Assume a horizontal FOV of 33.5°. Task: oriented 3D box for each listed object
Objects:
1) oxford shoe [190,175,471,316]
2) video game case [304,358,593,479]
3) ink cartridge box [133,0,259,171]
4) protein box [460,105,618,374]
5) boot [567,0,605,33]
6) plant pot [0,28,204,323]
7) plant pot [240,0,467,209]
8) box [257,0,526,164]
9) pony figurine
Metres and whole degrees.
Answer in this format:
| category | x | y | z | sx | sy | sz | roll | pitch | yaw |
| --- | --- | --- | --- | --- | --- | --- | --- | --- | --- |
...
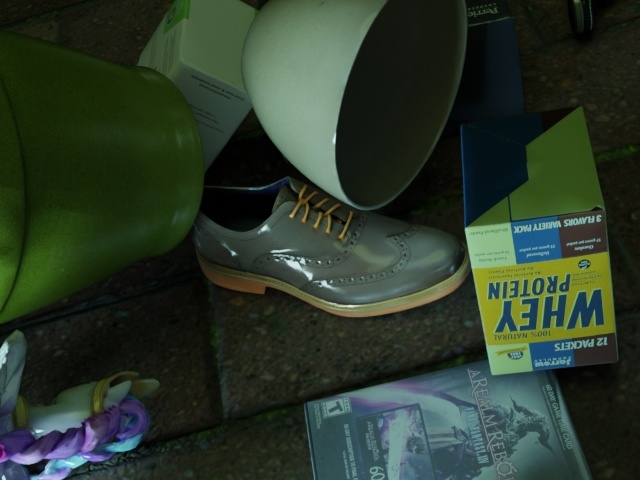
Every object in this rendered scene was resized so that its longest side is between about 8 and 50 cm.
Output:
| category | x | y | z | sx | sy | sz | roll | pitch | yaw |
| --- | --- | --- | --- | --- | --- | --- | --- | --- | --- |
| oxford shoe | 0.000 | 0.000 | 1.281 | 0.364 | 0.133 | 0.130 | 3 | 48 | 20 |
| video game case | 0.127 | 0.221 | 1.107 | 0.274 | 0.026 | 0.196 | -15 | 45 | 5 |
| ink cartridge box | -0.195 | -0.180 | 1.425 | 0.115 | 0.273 | 0.198 | 23 | 40 | -24 |
| protein box | 0.233 | -0.001 | 1.141 | 0.136 | 0.201 | 0.200 | -8 | 36 | 12 |
| boot | 0.452 | -0.394 | 1.552 | 0.178 | 0.085 | 0.236 | 1 | 47 | 16 |
| plant pot | -0.332 | -0.078 | 1.193 | 0.366 | 0.366 | 0.353 | 30 | 26 | 37 |
| plant pot | 0.020 | -0.199 | 1.243 | 0.191 | 0.284 | 0.284 | 23 | 57 | 27 |
| box | 0.092 | -0.299 | 1.508 | 0.343 | 0.179 | 0.312 | -10 | 44 | 9 |
| pony figurine | -0.354 | 0.220 | 1.086 | 0.363 | 0.303 | 0.351 | -7 | 14 | -4 |
